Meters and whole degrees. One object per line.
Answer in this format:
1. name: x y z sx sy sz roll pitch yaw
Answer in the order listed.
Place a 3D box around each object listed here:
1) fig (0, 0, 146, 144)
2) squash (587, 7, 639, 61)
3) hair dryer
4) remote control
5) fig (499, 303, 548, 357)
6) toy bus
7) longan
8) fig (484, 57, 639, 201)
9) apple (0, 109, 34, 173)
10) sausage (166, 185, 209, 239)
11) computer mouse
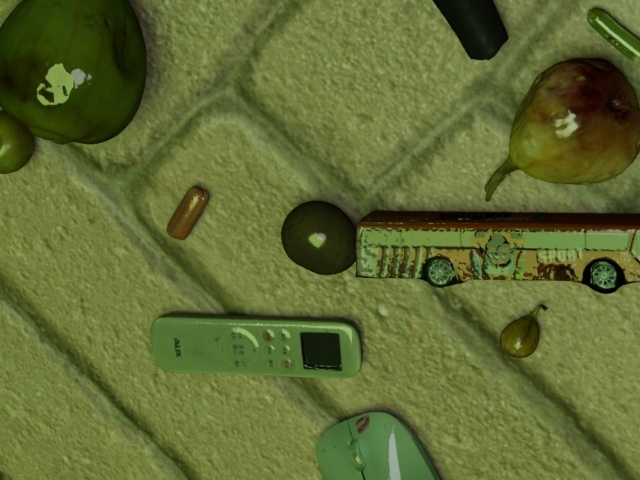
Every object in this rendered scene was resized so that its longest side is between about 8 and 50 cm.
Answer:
1. fig: -0.325 -0.238 2.018 0.207 0.207 0.230 24 116 8
2. squash: 0.359 -0.253 1.891 0.083 0.027 0.027 40 116 2
3. hair dryer: 0.044 -0.335 1.946 0.359 0.120 0.304 -13 120 32
4. remote control: -0.090 0.146 2.176 0.309 0.038 0.090 2 110 17
5. fig: 0.273 0.118 2.046 0.050 0.050 0.083 34 106 4
6. toy bus: 0.247 0.013 1.990 0.409 0.093 0.092 1 103 17
7. longan: 0.000 0.000 2.063 0.113 0.092 0.113 15 135 16
8. fig: 0.283 -0.116 1.920 0.159 0.159 0.257 47 135 -3
9. apple: -0.445 -0.138 2.165 0.089 0.074 0.089 0 88 14
10. sausage: -0.183 -0.038 2.139 0.034 0.034 0.083 34 115 3
11. computer mouse: 0.101 0.382 2.170 0.159 0.097 0.288 -24 101 26
